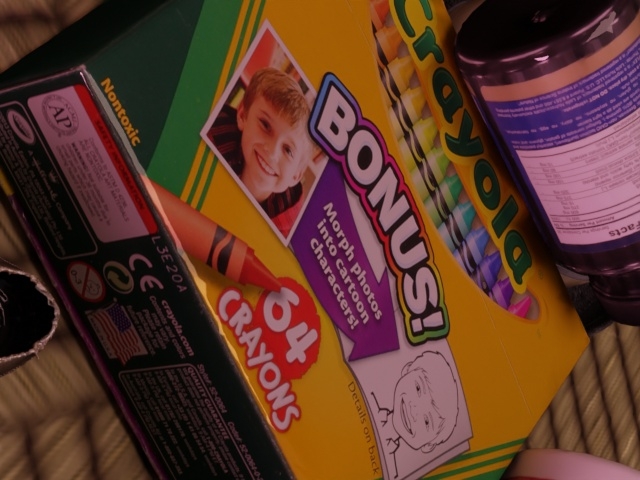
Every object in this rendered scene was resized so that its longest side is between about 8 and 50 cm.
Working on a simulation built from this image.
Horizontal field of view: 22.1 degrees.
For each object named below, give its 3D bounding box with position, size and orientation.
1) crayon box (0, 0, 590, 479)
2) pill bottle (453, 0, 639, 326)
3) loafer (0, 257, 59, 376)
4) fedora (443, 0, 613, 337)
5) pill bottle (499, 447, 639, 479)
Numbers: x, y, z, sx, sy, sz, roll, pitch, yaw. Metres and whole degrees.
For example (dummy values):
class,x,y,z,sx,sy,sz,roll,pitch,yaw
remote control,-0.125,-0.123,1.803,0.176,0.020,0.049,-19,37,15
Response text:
class,x,y,z,sx,sy,sz,roll,pitch,yaw
crayon box,0.000,0.000,0.966,0.313,0.106,0.363,-46,117,-45
pill bottle,0.180,-0.057,1.031,0.219,0.122,0.123,60,43,-27
loafer,-0.217,0.018,0.712,0.251,0.087,0.094,9,75,-50
fedora,0.210,-0.082,1.208,0.334,0.152,0.334,14,71,-48
pill bottle,0.127,0.300,0.980,0.176,0.176,0.319,46,62,-35
